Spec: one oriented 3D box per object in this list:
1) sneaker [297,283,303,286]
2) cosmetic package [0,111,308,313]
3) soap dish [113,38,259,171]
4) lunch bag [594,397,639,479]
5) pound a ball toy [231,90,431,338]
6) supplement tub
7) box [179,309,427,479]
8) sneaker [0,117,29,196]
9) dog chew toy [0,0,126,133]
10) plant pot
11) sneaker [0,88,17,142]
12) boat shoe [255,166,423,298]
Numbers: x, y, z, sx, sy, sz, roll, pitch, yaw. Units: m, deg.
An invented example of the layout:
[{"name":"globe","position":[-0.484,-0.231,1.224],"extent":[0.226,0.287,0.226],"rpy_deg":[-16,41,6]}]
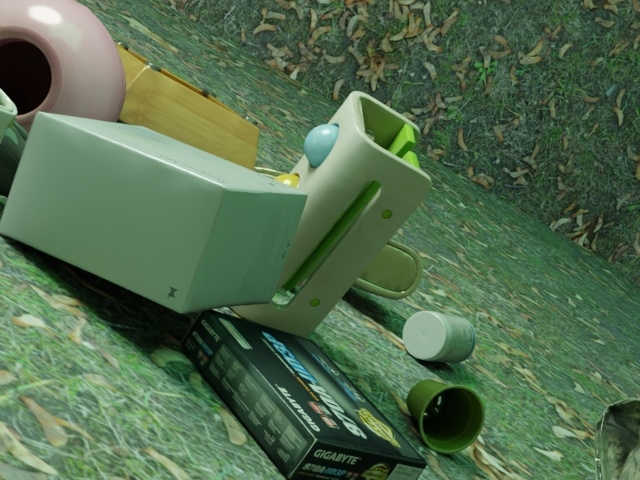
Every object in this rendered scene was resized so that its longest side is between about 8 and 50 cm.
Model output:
[{"name":"sneaker","position":[-0.076,-0.001,1.863],"extent":[0.075,0.063,0.170],"rpy_deg":[-8,52,-31]},{"name":"cosmetic package","position":[-0.168,-0.030,1.435],"extent":[0.224,0.138,0.224],"rpy_deg":[22,9,18]},{"name":"soap dish","position":[-0.220,-0.177,1.945],"extent":[0.229,0.118,0.291],"rpy_deg":[28,5,-25]},{"name":"lunch bag","position":[0.499,0.334,1.786],"extent":[0.235,0.169,0.287],"rpy_deg":[29,7,-20]},{"name":"pound a ball toy","position":[-0.020,-0.037,1.648],"extent":[0.136,0.319,0.208],"rpy_deg":[29,28,-21]},{"name":"supplement tub","position":[0.168,0.136,1.939],"extent":[0.071,0.071,0.107],"rpy_deg":[41,14,29]},{"name":"box","position":[-0.018,0.163,1.385],"extent":[0.175,0.051,0.220],"rpy_deg":[21,18,-46]},{"name":"sneaker","position":[-0.410,-0.112,1.397],"extent":[0.267,0.101,0.106],"rpy_deg":[32,34,-14]},{"name":"dog chew toy","position":[-0.324,-0.184,1.631],"extent":[0.206,0.206,0.332],"rpy_deg":[34,4,-1]},{"name":"plant pot","position":[0.140,0.199,1.627],"extent":[0.083,0.083,0.079],"rpy_deg":[29,1,-22]},{"name":"sneaker","position":[-0.423,-0.149,1.267],"extent":[0.292,0.169,0.108],"rpy_deg":[31,14,-9]},{"name":"boat shoe","position":[0.000,0.000,1.984],"extent":[0.302,0.113,0.103],"rpy_deg":[31,-9,-1]}]
